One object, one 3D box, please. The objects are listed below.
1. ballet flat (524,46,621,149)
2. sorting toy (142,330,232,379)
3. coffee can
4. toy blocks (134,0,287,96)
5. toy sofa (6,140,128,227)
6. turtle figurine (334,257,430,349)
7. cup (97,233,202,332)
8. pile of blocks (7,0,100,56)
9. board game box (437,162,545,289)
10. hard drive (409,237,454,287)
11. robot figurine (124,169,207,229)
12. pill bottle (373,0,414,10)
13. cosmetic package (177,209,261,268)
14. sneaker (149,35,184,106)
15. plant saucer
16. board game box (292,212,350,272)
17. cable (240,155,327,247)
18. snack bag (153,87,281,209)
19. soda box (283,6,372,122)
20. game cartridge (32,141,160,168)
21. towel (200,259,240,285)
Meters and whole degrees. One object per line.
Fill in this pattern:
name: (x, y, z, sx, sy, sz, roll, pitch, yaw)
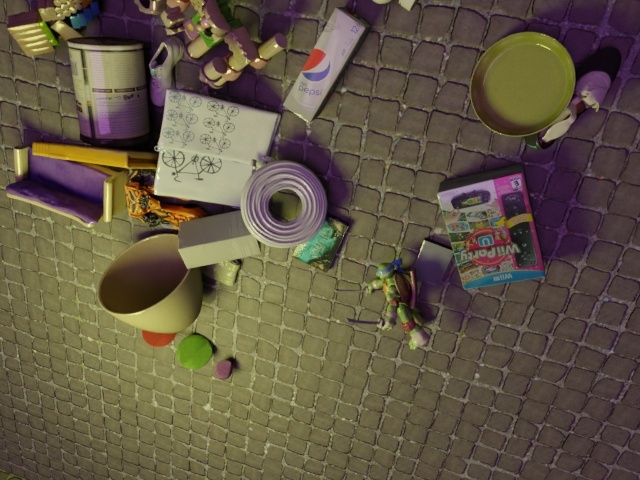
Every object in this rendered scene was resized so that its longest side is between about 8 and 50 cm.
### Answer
ballet flat: (0.610, -0.323, 1.244, 0.095, 0.096, 0.280, 28, 121, -15)
sorting toy: (-0.497, 0.418, 1.958, 0.365, 0.127, 0.126, 30, 149, -1)
coffee can: (-0.604, -0.431, 1.510, 0.201, 0.201, 0.275, 11, 117, 12)
toy blocks: (-0.309, -0.525, 1.332, 0.260, 0.309, 0.288, -10, 116, 49)
toy sofa: (-0.832, -0.190, 1.712, 0.362, 0.177, 0.150, 20, 119, 8)
turtle figurine: (0.193, 0.210, 1.572, 0.266, 0.275, 0.198, 52, 162, -19)
cup: (-0.523, 0.175, 1.739, 0.331, 0.331, 0.237, -4, 137, 19)
pile of blocks: (-0.738, -0.675, 1.509, 0.362, 0.149, 0.112, -26, 62, 17)
board game box: (0.469, -0.033, 1.428, 0.224, 0.097, 0.303, -13, 111, 22)
hard drive: (0.331, 0.068, 1.559, 0.094, 0.022, 0.135, 21, 119, 7)
robot figurine: (-0.510, -0.129, 1.691, 0.291, 0.085, 0.211, 7, 115, 14)
pill bottle: (0.110, -0.672, 1.186, 0.323, 0.181, 0.181, 35, 120, -1)
cosmetic package: (-0.311, -0.007, 1.611, 0.238, 0.127, 0.107, -12, 137, 2)
sneaker: (-0.463, -0.483, 1.504, 0.080, 0.094, 0.212, 27, 120, 2)
plant saucer: (0.484, -0.372, 1.258, 0.241, 0.037, 0.241, 7, 103, 32)
board game box: (0.000, 0.000, 1.628, 0.126, 0.026, 0.186, 26, 119, 5)
cable: (-0.102, -0.104, 1.516, 0.257, 0.089, 0.257, 14, 90, -10)
snack bag: (-0.311, -0.247, 1.516, 0.323, 0.037, 0.342, 9, 122, -22)
soda box: (0.016, -0.456, 1.367, 0.091, 0.098, 0.286, 35, 120, -1)
game cartridge: (-0.631, -0.253, 1.558, 0.324, 0.285, 0.052, 7, 99, 14)
towel: (-0.350, 0.089, 1.779, 0.148, 0.027, 0.110, 24, 120, 5)
